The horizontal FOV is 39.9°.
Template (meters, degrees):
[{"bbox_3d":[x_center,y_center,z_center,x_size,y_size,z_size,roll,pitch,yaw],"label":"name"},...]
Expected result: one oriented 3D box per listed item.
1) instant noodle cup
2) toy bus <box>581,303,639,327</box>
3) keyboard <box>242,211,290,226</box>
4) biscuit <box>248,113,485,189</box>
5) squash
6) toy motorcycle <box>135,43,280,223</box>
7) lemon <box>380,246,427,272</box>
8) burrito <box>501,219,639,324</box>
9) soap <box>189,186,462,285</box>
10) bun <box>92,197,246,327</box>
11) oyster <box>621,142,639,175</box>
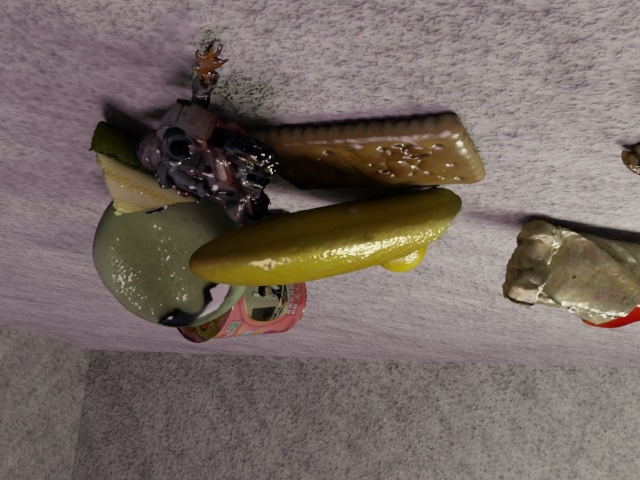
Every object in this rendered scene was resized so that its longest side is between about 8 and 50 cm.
[{"bbox_3d":[-0.172,0.121,1.978,0.243,0.244,0.255,-10,165,44],"label":"instant noodle cup"},{"bbox_3d":[0.623,0.111,1.827,0.121,0.120,0.265,8,164,-7],"label":"toy bus"},{"bbox_3d":[-0.185,-0.005,1.753,0.316,0.027,0.106,-3,121,27],"label":"keyboard"},{"bbox_3d":[0.072,-0.121,1.311,0.324,0.044,0.217,-1,162,21],"label":"biscuit"},{"bbox_3d":[-0.318,-0.119,1.339,0.169,0.093,0.252,-10,162,27],"label":"squash"},{"bbox_3d":[-0.151,-0.126,1.172,0.207,0.134,0.401,24,166,-2],"label":"toy motorcycle"},{"bbox_3d":[0.143,0.004,1.619,0.109,0.109,0.133,-3,155,28],"label":"lemon"},{"bbox_3d":[0.497,0.065,1.623,0.347,0.175,0.107,8,-166,-16],"label":"burrito"},{"bbox_3d":[0.001,0.003,1.404,0.427,0.115,0.306,-12,-173,-32],"label":"soap"},{"bbox_3d":[-0.257,0.008,1.602,0.293,0.293,0.187,1,-152,13],"label":"bun"},{"bbox_3d":[0.493,-0.102,1.229,0.148,0.051,0.103,12,159,13],"label":"oyster"}]
